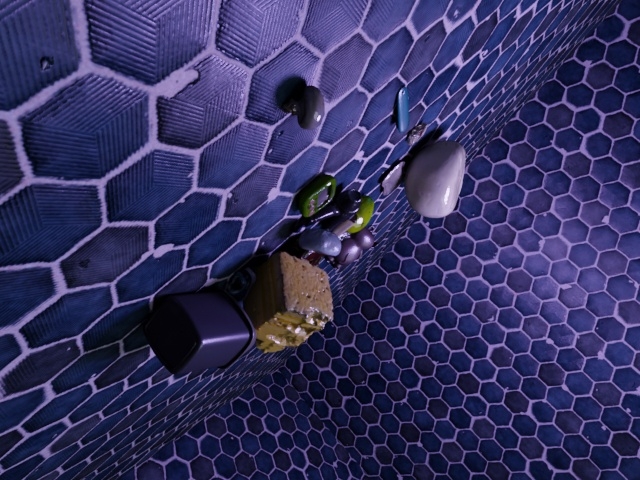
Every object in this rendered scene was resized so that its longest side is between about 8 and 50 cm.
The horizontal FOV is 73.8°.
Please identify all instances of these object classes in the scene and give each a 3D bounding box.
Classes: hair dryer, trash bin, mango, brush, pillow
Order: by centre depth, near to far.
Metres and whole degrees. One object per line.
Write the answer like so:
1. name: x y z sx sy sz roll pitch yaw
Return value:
1. trash bin: -0.316 0.246 1.175 0.182 0.209 0.290 -46 160 11
2. brush: 0.239 -0.391 1.270 0.043 0.032 0.193 -38 153 -5
3. hair dryer: -0.003 -0.076 1.442 0.271 0.091 0.235 -19 163 -34
4. mango: 0.150 -0.103 1.677 0.178 0.100 0.119 -47 165 -22
5. pillow: 0.305 -0.257 1.786 0.130 0.038 0.232 -43 165 3

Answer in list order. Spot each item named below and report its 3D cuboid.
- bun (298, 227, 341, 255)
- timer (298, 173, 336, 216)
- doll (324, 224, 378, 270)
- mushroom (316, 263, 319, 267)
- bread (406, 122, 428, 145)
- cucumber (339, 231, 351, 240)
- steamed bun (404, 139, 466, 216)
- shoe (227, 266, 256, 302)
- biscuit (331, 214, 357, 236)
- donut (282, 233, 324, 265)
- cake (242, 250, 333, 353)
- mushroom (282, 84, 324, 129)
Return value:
1. bun: 0.000 0.000 1.369 0.141 0.140 0.083 16 85 -73
2. timer: -0.011 -0.132 1.260 0.128 0.047 0.140 -39 164 -16
3. doll: 0.138 0.020 1.902 0.257 0.117 0.182 -45 124 0
4. mushroom: -0.056 0.112 1.801 0.123 0.052 0.123 -45 162 -20
5. bread: 0.354 -0.389 1.561 0.083 0.035 0.070 -43 167 -17
6. cucumber: 0.086 -0.036 1.754 0.293 0.067 0.068 -36 163 -27
7. steamed bun: 0.477 -0.267 1.826 0.312 0.232 0.334 -12 113 -64
8. shoe: -0.258 0.146 1.328 0.071 0.064 0.143 -11 145 -55
9. biscuit: 0.065 -0.043 1.608 0.188 0.052 0.056 -41 -154 41
10. donut: -0.068 0.057 1.542 0.235 0.089 0.235 -42 166 -13
11. cake: -0.131 0.215 1.388 0.222 0.228 0.286 26 131 -36
12. mushroom: -0.033 -0.259 0.829 0.079 0.085 0.085 5 146 -14
